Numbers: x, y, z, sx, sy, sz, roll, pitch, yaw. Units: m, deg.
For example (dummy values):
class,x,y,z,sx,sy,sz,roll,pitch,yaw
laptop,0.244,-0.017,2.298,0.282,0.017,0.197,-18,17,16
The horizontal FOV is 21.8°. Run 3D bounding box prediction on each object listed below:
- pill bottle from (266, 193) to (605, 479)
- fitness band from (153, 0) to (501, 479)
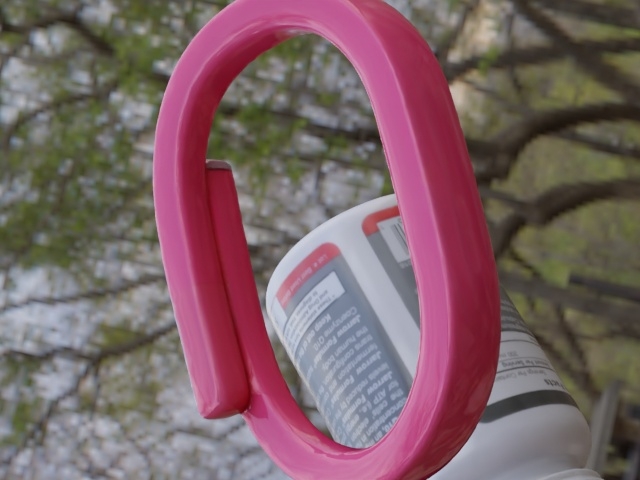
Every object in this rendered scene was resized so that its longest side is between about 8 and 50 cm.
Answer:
class,x,y,z,sx,sy,sz,roll,pitch,yaw
pill bottle,0.089,0.120,1.170,0.161,0.161,0.283,86,158,-59
fitness band,0.000,0.000,0.928,0.054,0.209,0.291,-1,-108,-47
